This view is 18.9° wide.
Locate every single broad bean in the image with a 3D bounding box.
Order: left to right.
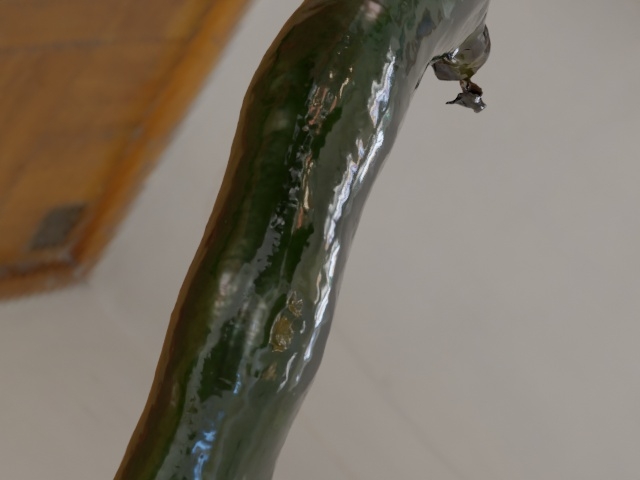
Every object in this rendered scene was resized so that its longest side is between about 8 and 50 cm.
[{"bbox_3d":[0.000,0.000,0.562,0.144,0.049,0.292,85,26,-51],"label":"broad bean"}]
